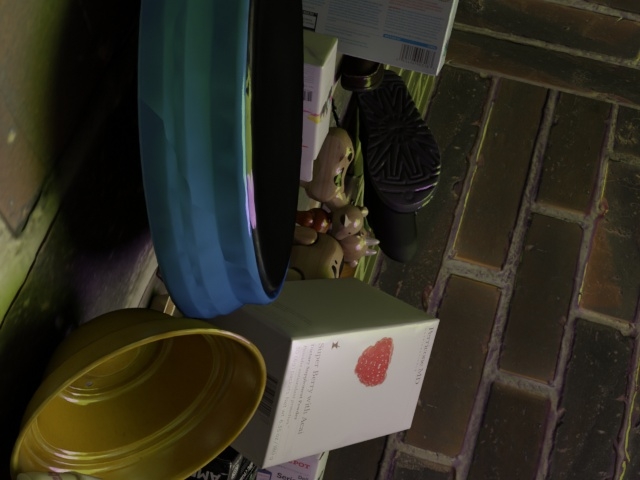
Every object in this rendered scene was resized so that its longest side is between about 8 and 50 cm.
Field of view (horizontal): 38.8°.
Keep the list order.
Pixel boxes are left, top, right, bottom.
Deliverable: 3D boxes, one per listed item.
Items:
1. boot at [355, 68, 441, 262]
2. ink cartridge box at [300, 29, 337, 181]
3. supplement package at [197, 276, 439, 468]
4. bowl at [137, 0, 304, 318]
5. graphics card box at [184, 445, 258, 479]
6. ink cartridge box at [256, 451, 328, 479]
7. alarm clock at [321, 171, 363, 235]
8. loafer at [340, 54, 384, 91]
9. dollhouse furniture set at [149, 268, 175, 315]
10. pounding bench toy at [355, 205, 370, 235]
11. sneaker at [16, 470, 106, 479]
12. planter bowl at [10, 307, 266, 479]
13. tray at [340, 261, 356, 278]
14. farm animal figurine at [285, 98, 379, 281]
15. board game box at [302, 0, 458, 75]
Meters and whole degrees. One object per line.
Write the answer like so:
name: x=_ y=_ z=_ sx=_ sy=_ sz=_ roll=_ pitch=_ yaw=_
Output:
boot: x=0.163 y=-0.090 z=1.992 sx=0.445 sy=0.146 sz=0.367 roll=87 pitch=-4 yaw=-54
ink cartridge box: x=-0.043 y=-0.164 z=1.090 sx=0.181 sy=0.104 sz=0.062 roll=97 pitch=13 yaw=-48
supplement package: x=-0.009 y=0.163 z=1.222 sx=0.293 sy=0.175 sz=0.178 roll=-2 pitch=110 yaw=-46
bowl: x=-0.069 y=-0.127 z=0.795 sx=0.391 sy=0.077 sz=0.391 roll=2 pitch=90 yaw=-85
graphics card box: x=-0.175 y=0.436 z=1.331 sx=0.233 sy=0.094 sz=0.371 roll=-38 pitch=144 yaw=-75
ink cartridge box: x=-0.079 y=0.467 z=1.787 sx=0.093 sy=0.154 sz=0.212 roll=-50 pitch=155 yaw=-66
alarm clock: x=0.036 y=-0.062 z=1.926 sx=0.129 sy=0.064 sz=0.192 roll=44 pitch=64 yaw=-80
loafer: x=0.083 y=-0.359 z=1.692 sx=0.078 sy=0.080 sz=0.220 roll=82 pitch=18 yaw=-46
dollhouse furniture set: x=-0.137 y=0.079 z=0.990 sx=0.091 sy=0.081 sz=0.114 roll=75 pitch=31 yaw=-73
pounding bench toy: x=0.085 y=-0.050 z=2.164 sx=0.052 sy=0.083 sz=0.065 roll=-26 pitch=131 yaw=-78
sneaker: x=-0.250 y=0.308 z=0.687 sx=0.152 sy=0.114 sz=0.305 roll=36 pitch=79 yaw=-42
planter bowl: x=-0.161 y=0.122 z=0.755 sx=0.217 sy=0.090 sz=0.217 roll=-23 pitch=142 yaw=-20
tray: x=0.002 y=0.139 z=2.008 sx=0.411 sy=0.076 sz=0.203 roll=-12 pitch=117 yaw=-81
farm animal figurine: x=0.000 y=0.000 z=1.420 sx=0.330 sy=0.172 sz=0.327 roll=86 pitch=21 yaw=-65
board game box: x=0.070 y=-0.371 z=1.059 sx=0.097 sy=0.224 sz=0.303 roll=-55 pitch=159 yaw=-62
